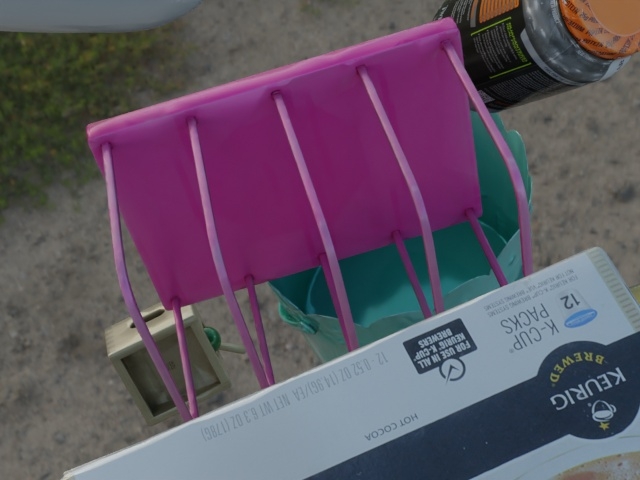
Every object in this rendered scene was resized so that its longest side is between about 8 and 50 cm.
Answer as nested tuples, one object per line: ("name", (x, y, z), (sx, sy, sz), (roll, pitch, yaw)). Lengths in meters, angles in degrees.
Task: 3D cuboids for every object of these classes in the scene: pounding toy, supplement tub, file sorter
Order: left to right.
("pounding toy", (-0.168, 0.136, 1.302), (0.141, 0.130, 0.100), (-26, 27, -4))
("file sorter", (0.000, 0.000, 0.821), (0.290, 0.202, 0.182), (-17, 45, -1))
("supplement tub", (0.185, -0.178, 0.900), (0.117, 0.117, 0.190), (-39, 13, -24))

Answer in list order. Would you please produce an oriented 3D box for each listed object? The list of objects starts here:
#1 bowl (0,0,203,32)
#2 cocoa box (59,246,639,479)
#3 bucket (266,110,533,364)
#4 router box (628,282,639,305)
("bowl", (-0.111, -0.117, 0.350), (0.142, 0.053, 0.142), (48, 30, 17))
("cocoa box", (0.060, 0.205, 0.653), (0.347, 0.231, 0.228), (-22, 63, -8))
("bucket", (0.075, 0.007, 1.048), (0.281, 0.183, 0.281), (-7, 52, 10))
("router box", (0.441, 0.219, 1.463), (0.243, 0.081, 0.309), (-14, 80, -34))
